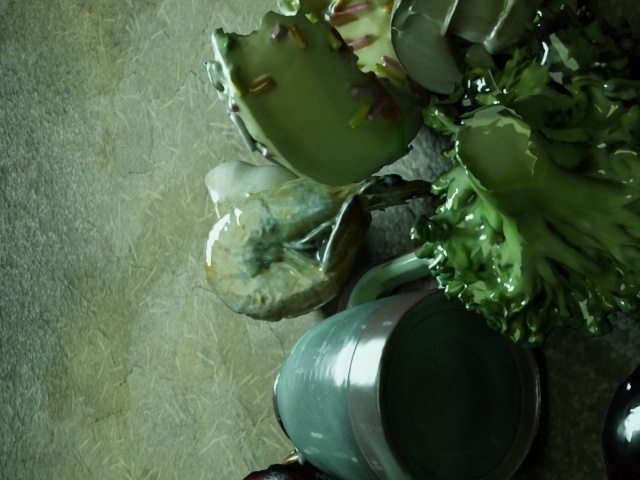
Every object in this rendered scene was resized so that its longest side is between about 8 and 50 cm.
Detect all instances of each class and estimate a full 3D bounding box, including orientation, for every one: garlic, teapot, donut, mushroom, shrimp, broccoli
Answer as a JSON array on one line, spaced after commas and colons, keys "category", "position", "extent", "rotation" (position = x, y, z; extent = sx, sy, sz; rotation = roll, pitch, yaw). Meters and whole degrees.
[{"category": "garlic", "position": [-0.059, -0.021, 1.605], "extent": [0.143, 0.178, 0.229], "rotation": [-37, 76, 6]}, {"category": "teapot", "position": [0.082, 0.145, 1.387], "extent": [0.312, 0.233, 0.315], "rotation": [-10, 52, 55]}, {"category": "donut", "position": [0.016, -0.226, 1.387], "extent": [0.150, 0.307, 0.371], "rotation": [-20, 37, 29]}, {"category": "mushroom", "position": [0.191, -0.298, 1.308], "extent": [0.254, 0.195, 0.189], "rotation": [116, 168, -56]}, {"category": "shrimp", "position": [0.000, 0.000, 1.472], "extent": [0.317, 0.077, 0.168], "rotation": [-18, 86, 13]}, {"category": "broccoli", "position": [0.250, -0.065, 1.186], "extent": [0.272, 0.324, 0.334], "rotation": [75, -170, -79]}]

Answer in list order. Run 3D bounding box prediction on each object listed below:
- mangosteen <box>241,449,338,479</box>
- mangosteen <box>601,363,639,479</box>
[{"category": "mangosteen", "position": [-0.025, 0.368, 1.491], "extent": [0.228, 0.228, 0.265], "rotation": [-58, 16, 29]}, {"category": "mangosteen", "position": [0.379, 0.197, 1.047], "extent": [0.250, 0.211, 0.211], "rotation": [40, 122, 9]}]
